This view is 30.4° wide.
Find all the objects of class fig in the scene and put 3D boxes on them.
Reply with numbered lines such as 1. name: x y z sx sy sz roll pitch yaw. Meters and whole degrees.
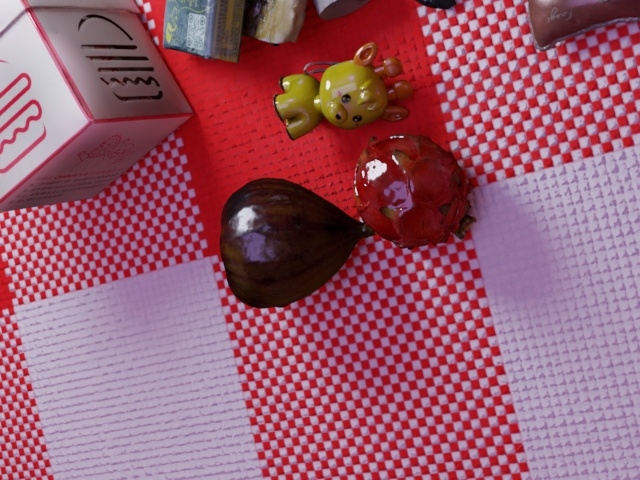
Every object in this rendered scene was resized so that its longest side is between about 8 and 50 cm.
1. fig: 0.000 0.000 1.916 0.320 0.217 0.217 -4 94 2

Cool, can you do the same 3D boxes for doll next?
1. doll: 0.039 -0.232 1.884 0.221 0.135 0.143 -15 120 25

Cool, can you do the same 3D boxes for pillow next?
1. pillow: 0.370 -0.376 1.691 0.179 0.075 0.171 -15 89 32

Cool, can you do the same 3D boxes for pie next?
1. pie: -0.087 -0.413 1.925 0.218 0.052 0.185 21 108 57

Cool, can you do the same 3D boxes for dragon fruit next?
1. dragon fruit: 0.137 -0.073 1.809 0.209 0.172 0.172 36 112 13

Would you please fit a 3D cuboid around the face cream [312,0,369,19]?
1. face cream: 0.002 -0.469 1.880 0.096 0.096 0.214 -27 82 29

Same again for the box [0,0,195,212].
1. box: -0.465 -0.255 2.050 0.312 0.314 0.300 -34 81 28

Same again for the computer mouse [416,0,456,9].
1. computer mouse: 0.157 -0.407 1.827 0.135 0.047 0.079 32 111 21

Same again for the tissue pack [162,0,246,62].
1. tissue pack: -0.189 -0.435 1.962 0.185 0.081 0.257 25 111 55
